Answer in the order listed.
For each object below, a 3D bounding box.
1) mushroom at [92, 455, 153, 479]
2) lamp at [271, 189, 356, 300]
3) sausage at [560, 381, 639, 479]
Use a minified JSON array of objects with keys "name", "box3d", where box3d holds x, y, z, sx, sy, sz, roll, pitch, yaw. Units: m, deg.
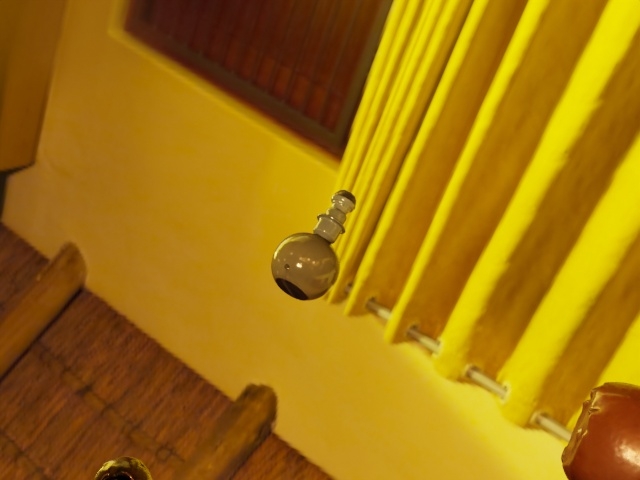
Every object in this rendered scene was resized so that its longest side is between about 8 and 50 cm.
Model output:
[{"name":"mushroom","box3d":[-0.180,0.295,0.851,0.060,0.061,0.187,1,-106,-25]},{"name":"lamp","box3d":[0.000,0.000,1.222,0.091,0.091,0.163,26,-113,9]},{"name":"sausage","box3d":[0.217,0.143,0.466,0.197,0.076,0.076,32,-151,8]}]
